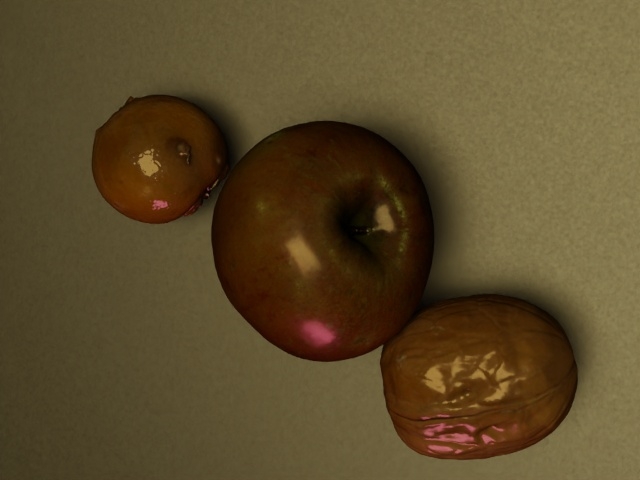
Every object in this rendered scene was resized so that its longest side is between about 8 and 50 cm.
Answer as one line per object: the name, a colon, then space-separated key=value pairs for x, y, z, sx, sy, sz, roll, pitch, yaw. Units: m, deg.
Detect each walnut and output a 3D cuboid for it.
walnut: x=0.157 y=0.134 z=1.638 sx=0.197 sy=0.165 sz=0.165 roll=-18 pitch=91 yaw=16

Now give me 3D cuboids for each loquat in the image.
loquat: x=-0.168 y=-0.086 z=1.713 sx=0.141 sy=0.141 sz=0.141 roll=2 pitch=96 yaw=15

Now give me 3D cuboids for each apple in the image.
apple: x=0.000 y=0.000 z=1.630 sx=0.207 sy=0.237 sz=0.237 roll=-24 pitch=89 yaw=58
